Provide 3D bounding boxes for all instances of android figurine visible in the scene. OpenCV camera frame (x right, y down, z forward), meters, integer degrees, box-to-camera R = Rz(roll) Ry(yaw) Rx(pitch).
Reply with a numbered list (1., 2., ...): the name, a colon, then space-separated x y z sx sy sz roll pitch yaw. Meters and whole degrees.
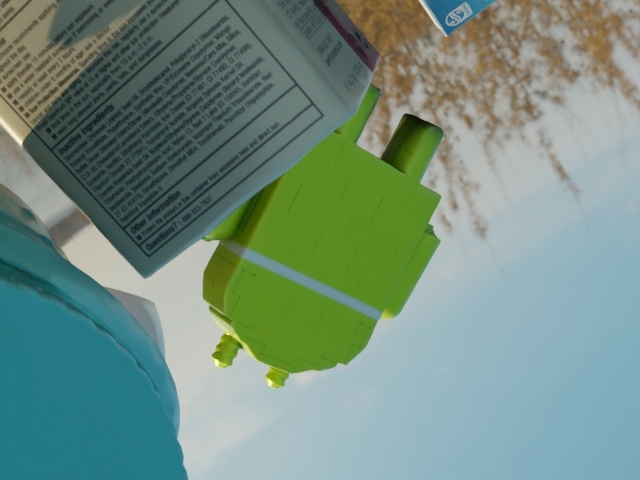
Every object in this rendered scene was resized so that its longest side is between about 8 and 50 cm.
1. android figurine: 0.000 0.000 0.900 0.056 0.248 0.273 30 -86 52

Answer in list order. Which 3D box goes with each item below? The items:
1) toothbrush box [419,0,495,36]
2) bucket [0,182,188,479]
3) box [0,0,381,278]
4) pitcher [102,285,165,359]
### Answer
1. toothbrush box: 0.172 -0.378 0.995 0.295 0.216 0.126 -33 147 11
2. bucket: -0.198 0.096 0.438 0.281 0.281 0.183 -37 -148 -16
3. box: -0.100 -0.124 0.537 0.148 0.232 0.127 -36 -168 21
4. pitcher: -0.211 0.142 0.860 0.177 0.125 0.207 -6 -111 61
